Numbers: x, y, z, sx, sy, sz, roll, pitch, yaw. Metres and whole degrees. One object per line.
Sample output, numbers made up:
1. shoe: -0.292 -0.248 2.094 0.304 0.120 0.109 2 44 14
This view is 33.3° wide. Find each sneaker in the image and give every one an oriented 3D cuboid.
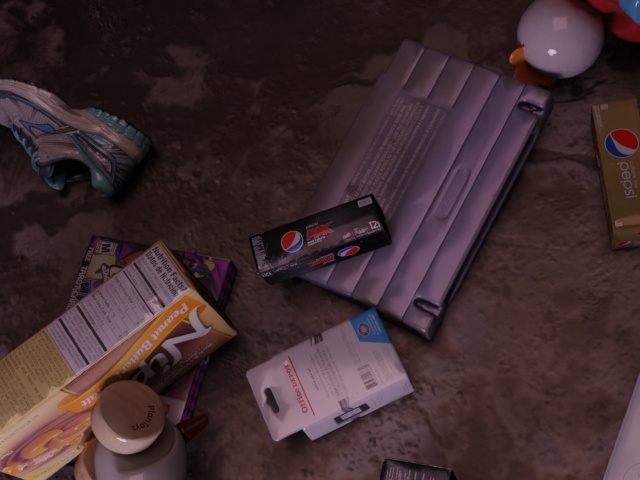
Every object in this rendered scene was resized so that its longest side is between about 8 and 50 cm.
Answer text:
1. sneaker: -0.389 -0.145 1.530 0.283 0.110 0.122 19 76 20

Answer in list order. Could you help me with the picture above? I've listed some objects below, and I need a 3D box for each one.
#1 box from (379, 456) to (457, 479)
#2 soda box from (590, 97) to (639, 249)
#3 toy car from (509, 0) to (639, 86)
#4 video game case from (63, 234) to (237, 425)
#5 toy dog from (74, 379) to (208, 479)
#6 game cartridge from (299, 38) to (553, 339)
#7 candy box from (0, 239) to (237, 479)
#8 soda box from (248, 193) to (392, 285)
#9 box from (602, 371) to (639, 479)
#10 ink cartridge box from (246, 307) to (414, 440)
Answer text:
1. box: 0.100 0.346 1.173 0.077 0.147 0.180 7 69 16
2. soda box: 0.381 -0.084 1.343 0.058 0.061 0.181 -8 65 9
3. toy car: 0.348 -0.283 1.401 0.238 0.210 0.219 -49 47 22
4. video game case: -0.242 0.118 1.413 0.210 0.042 0.232 11 69 16
5. toy dog: -0.163 0.319 1.237 0.161 0.220 0.334 -11 79 -32
6. game cartridge: 0.124 -0.075 1.394 0.230 0.068 0.355 25 79 26
7. candy box: -0.267 0.152 1.278 0.316 0.183 0.087 -38 67 -4
8. soda box: 0.000 0.000 1.339 0.169 0.060 0.053 -19 69 8
9. box: 0.428 0.231 1.134 0.215 0.168 0.345 18 73 20
10. ink cartridge box: 0.012 0.172 1.318 0.180 0.060 0.104 -26 64 1
